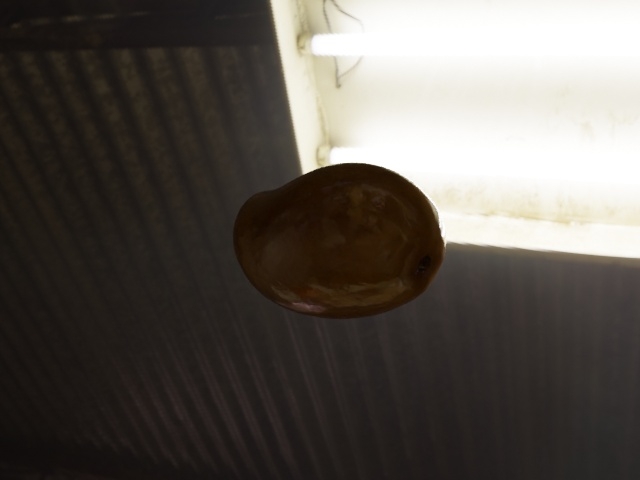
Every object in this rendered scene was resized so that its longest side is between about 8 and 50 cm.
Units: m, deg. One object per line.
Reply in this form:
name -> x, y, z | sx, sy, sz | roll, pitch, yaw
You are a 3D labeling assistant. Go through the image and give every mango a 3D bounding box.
mango -> 0.000, 0.000, 0.554 | 0.184, 0.102, 0.085 | 2, -9, 44
